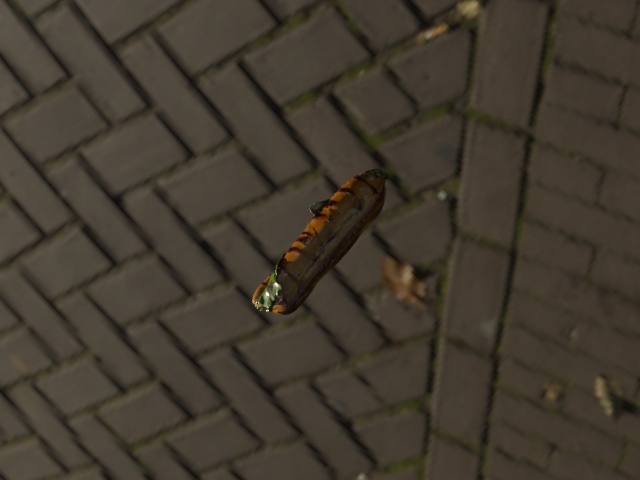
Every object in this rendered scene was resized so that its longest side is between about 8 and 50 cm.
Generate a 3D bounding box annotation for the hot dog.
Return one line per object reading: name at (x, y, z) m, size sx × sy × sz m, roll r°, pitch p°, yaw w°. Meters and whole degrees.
hot dog at (0.000, 0.000, 1.109) m, size 0.037 × 0.122 × 0.049 m, roll 41°, pitch 170°, yaw 10°
